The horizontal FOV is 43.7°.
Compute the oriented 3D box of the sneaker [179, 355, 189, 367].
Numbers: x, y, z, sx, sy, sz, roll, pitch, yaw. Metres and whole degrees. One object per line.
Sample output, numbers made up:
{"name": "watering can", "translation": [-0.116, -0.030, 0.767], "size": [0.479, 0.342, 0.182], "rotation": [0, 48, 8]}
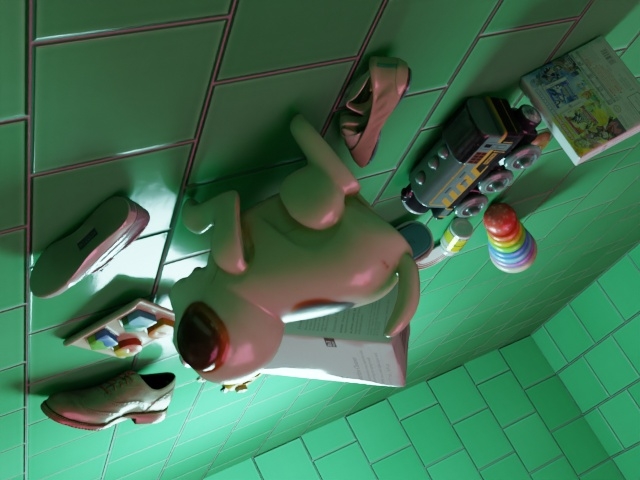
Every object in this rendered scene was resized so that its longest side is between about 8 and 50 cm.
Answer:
{"name": "sneaker", "translation": [-0.298, 0.281, 1.974], "size": [0.067, 0.042, 0.118], "rotation": [-31, 167, 15]}

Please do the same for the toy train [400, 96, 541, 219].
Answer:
{"name": "toy train", "translation": [0.301, -0.162, 1.635], "size": [0.190, 0.142, 0.334], "rotation": [2, 148, -31]}

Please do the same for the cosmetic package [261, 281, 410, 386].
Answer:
{"name": "cosmetic package", "translation": [-0.019, 0.178, 1.645], "size": [0.385, 0.156, 0.217], "rotation": [1, 146, 15]}

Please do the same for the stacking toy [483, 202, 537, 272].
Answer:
{"name": "stacking toy", "translation": [0.518, -0.017, 2.244], "size": [0.141, 0.141, 0.330], "rotation": [-33, 152, 9]}

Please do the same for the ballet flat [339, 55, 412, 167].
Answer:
{"name": "ballet flat", "translation": [0.073, -0.211, 1.318], "size": [0.086, 0.086, 0.248], "rotation": [-18, 154, -27]}

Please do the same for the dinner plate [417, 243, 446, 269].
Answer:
{"name": "dinner plate", "translation": [0.325, 0.039, 2.254], "size": [0.141, 0.017, 0.141], "rotation": [-24, 158, -11]}

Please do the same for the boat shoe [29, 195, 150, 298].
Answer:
{"name": "boat shoe", "translation": [-0.360, 0.020, 1.262], "size": [0.227, 0.079, 0.081], "rotation": [-38, 153, 14]}

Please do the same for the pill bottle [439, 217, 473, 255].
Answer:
{"name": "pill bottle", "translation": [0.359, -0.006, 2.131], "size": [0.065, 0.065, 0.116], "rotation": [-20, 158, -22]}

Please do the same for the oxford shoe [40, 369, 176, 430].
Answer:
{"name": "oxford shoe", "translation": [-0.484, 0.353, 1.852], "size": [0.348, 0.123, 0.130], "rotation": [8, 112, -55]}

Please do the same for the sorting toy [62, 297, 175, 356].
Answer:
{"name": "sorting toy", "translation": [-0.385, 0.188, 1.624], "size": [0.193, 0.038, 0.208], "rotation": [-29, 156, 16]}

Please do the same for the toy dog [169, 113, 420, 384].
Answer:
{"name": "toy dog", "translation": [-0.070, 0.068, 1.338], "size": [0.408, 0.395, 0.284], "rotation": [-39, 167, 1]}

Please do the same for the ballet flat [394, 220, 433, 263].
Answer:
{"name": "ballet flat", "translation": [0.086, 0.074, 1.909], "size": [0.400, 0.139, 0.139], "rotation": [-26, 158, -12]}

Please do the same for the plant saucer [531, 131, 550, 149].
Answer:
{"name": "plant saucer", "translation": [0.518, -0.226, 1.908], "size": [0.083, 0.015, 0.083], "rotation": [-25, 158, -11]}

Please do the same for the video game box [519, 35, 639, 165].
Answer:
{"name": "video game box", "translation": [0.522, -0.273, 1.550], "size": [0.187, 0.205, 0.048], "rotation": [-27, 160, -5]}

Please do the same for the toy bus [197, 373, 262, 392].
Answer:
{"name": "toy bus", "translation": [-0.228, 0.357, 2.148], "size": [0.191, 0.104, 0.202], "rotation": [-22, 157, -17]}
